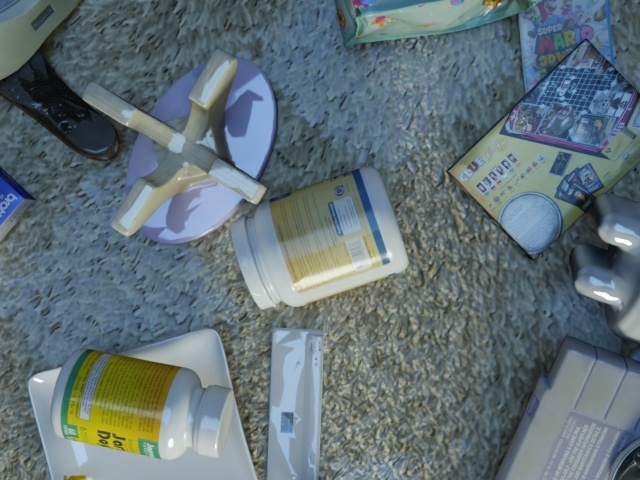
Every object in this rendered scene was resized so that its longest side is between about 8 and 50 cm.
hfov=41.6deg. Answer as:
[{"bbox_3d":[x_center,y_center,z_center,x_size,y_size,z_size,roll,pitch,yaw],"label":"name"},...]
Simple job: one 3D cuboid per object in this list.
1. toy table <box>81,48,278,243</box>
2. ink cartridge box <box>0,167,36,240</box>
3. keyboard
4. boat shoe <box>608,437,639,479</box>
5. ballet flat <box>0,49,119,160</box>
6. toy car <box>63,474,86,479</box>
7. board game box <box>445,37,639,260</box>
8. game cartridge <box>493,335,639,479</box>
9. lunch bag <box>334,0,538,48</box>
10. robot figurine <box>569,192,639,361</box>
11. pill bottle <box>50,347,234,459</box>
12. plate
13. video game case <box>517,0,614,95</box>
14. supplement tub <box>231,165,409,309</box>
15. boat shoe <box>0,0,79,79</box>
[{"bbox_3d":[-0.171,-0.123,1.092,0.252,0.161,0.274,20,92,5],"label":"toy table"},{"bbox_3d":[-0.505,-0.013,1.174,0.097,0.046,0.207,43,92,3],"label":"ink cartridge box"},{"bbox_3d":[-0.036,0.248,1.147,0.072,0.014,0.256,2,89,10],"label":"keyboard"},{"bbox_3d":[0.389,0.249,0.974,0.049,0.040,0.142,39,107,-1],"label":"boat shoe"},{"bbox_3d":[-0.374,-0.195,1.166,0.250,0.058,0.084,39,78,8],"label":"ballet flat"},{"bbox_3d":[-0.310,0.371,1.102,0.040,0.060,0.122,-2,97,-26],"label":"toy car"},{"bbox_3d":[0.308,-0.116,1.098,0.243,0.042,0.165,-43,90,5],"label":"board game box"},{"bbox_3d":[0.338,0.312,1.051,0.230,0.068,0.355,22,107,9],"label":"game cartridge"},{"bbox_3d":[0.140,-0.383,1.074,0.262,0.160,0.223,-11,85,-7],"label":"lunch bag"},{"bbox_3d":[0.486,0.056,1.011,0.353,0.200,0.300,21,115,5],"label":"robot figurine"},{"bbox_3d":[-0.220,0.211,1.065,0.208,0.117,0.117,10,90,5],"label":"pill bottle"},{"bbox_3d":[-0.232,0.282,1.145,0.277,0.045,0.278,-15,88,5],"label":"plate"},{"bbox_3d":[0.327,-0.266,1.124,0.119,0.015,0.166,-5,88,5],"label":"video game case"},{"bbox_3d":[0.000,0.000,1.081,0.200,0.144,0.144,-19,87,4],"label":"supplement tub"},{"bbox_3d":[-0.418,-0.298,1.135,0.081,0.079,0.227,27,64,22],"label":"boat shoe"}]
